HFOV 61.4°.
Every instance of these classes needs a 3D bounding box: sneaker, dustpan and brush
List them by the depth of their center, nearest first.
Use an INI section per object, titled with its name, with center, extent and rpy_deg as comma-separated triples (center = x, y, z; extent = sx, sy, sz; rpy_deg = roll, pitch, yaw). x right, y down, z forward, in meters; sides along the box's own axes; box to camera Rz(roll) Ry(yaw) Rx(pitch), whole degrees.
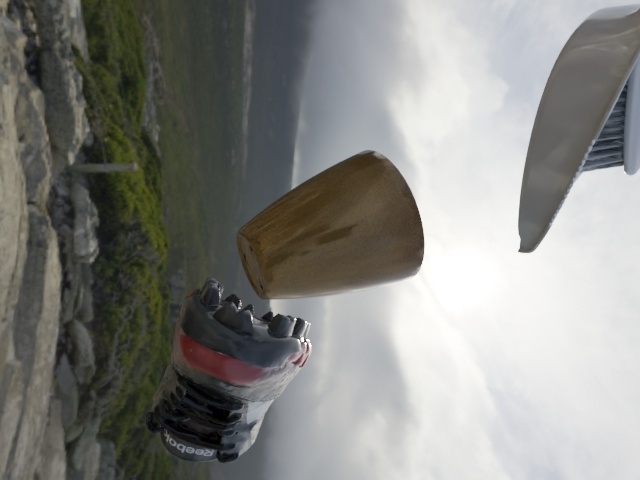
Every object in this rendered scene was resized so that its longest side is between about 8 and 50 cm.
[dustpan and brush]
center = 0.162, -0.095, 0.280
extent = 0.060, 0.147, 0.211
rpy_deg = 26, -29, 39
[sneaker]
center = -0.077, 0.113, 0.424
extent = 0.135, 0.097, 0.276
rpy_deg = -64, -179, -18

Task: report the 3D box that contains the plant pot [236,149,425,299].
[plant pot]
center = 0.000, 0.000, 0.895
extent = 0.237, 0.254, 0.237
rpy_deg = 52, -26, 39
